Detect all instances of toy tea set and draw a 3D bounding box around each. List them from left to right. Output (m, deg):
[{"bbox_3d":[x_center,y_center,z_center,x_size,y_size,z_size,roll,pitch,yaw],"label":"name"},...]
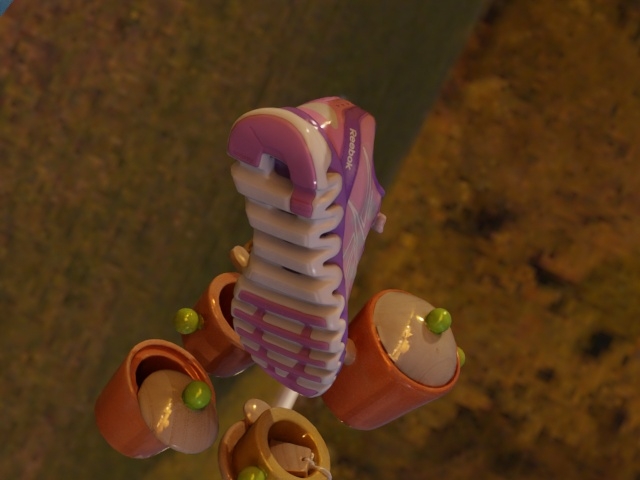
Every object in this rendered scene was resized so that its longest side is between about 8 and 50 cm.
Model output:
[{"bbox_3d":[-0.016,0.087,1.317,0.124,0.200,0.336,-41,180,36],"label":"toy tea set"}]

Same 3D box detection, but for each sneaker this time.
[{"bbox_3d":[0.000,0.000,1.223,0.104,0.095,0.236,-37,139,-43],"label":"sneaker"}]

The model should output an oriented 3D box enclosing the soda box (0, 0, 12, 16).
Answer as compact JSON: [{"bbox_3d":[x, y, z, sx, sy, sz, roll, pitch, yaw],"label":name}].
[{"bbox_3d":[-0.220,-0.231,1.240,0.210,0.071,0.067,-53,-152,-4],"label":"soda box"}]
